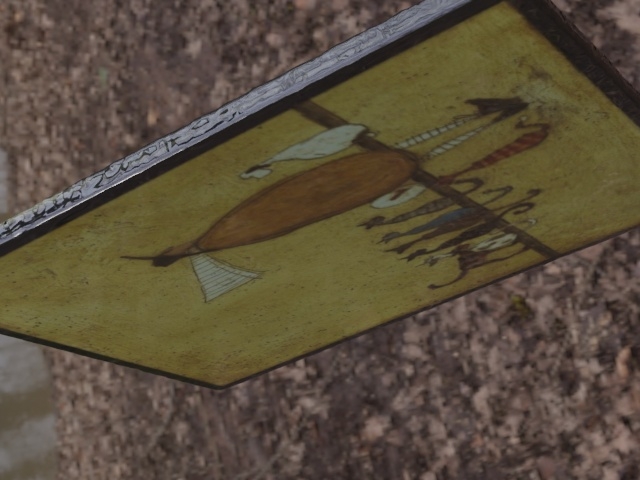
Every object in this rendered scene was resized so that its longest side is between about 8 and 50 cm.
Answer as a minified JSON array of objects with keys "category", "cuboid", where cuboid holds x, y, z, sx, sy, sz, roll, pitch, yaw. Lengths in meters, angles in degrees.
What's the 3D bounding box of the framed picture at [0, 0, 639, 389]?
[{"category":"framed picture","cuboid":[0.000,0.000,0.567,0.338,0.255,0.014,-23,62,27]}]
